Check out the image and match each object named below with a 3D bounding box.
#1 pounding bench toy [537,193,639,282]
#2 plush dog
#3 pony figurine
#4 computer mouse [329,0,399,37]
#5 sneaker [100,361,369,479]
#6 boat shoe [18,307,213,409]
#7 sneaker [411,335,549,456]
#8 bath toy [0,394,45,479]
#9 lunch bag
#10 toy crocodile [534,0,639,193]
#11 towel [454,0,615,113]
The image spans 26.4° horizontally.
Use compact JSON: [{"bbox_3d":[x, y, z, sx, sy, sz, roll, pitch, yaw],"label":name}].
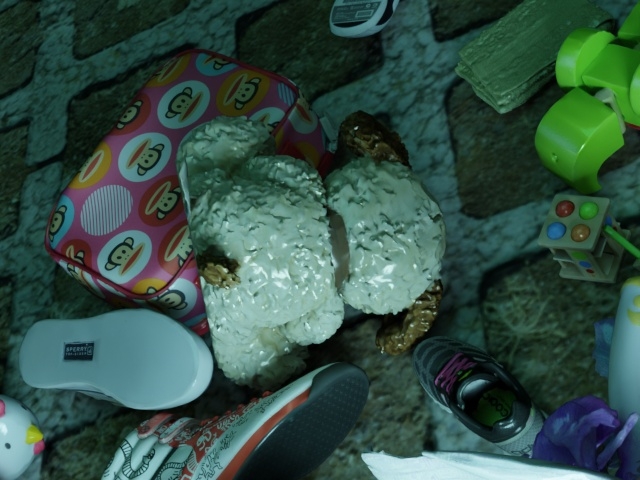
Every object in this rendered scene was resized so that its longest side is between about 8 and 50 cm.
[{"bbox_3d":[0.239,-0.002,1.171,0.083,0.065,0.052,6,62,37],"label":"pounding bench toy"},{"bbox_3d":[0.000,0.000,1.220,0.225,0.210,0.262,-11,91,-6],"label":"plush dog"},{"bbox_3d":[0.237,0.188,0.919,0.351,0.302,0.363,4,45,27],"label":"pony figurine"},{"bbox_3d":[0.062,-0.287,1.529,0.106,0.042,0.193,2,54,30],"label":"computer mouse"},{"bbox_3d":[-0.089,0.181,1.245,0.270,0.090,0.145,-47,47,-1],"label":"sneaker"},{"bbox_3d":[-0.188,0.123,1.352,0.268,0.088,0.096,-7,74,41],"label":"boat shoe"},{"bbox_3d":[0.130,0.123,1.147,0.063,0.075,0.170,-46,44,-3],"label":"sneaker"},{"bbox_3d":[-0.341,0.296,1.306,0.129,0.151,0.348,121,162,-53],"label":"bath toy"},{"bbox_3d":[-0.125,-0.050,1.423,0.258,0.120,0.293,23,73,43],"label":"lunch bag"},{"bbox_3d":[0.320,-0.187,1.241,0.115,0.105,0.340,26,70,44],"label":"toy crocodile"},{"bbox_3d":[0.211,-0.195,1.364,0.148,0.027,0.110,-39,44,5],"label":"towel"}]
